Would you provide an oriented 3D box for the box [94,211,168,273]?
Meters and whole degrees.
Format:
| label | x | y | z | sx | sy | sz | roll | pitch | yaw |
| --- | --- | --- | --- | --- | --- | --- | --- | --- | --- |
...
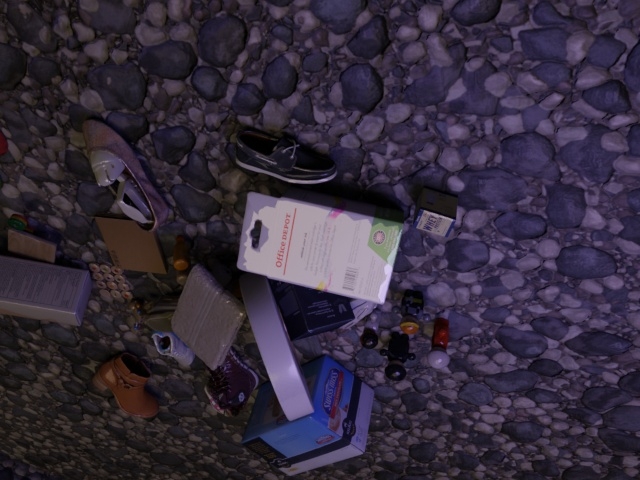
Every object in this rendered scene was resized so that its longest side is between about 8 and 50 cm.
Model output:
| label | x | y | z | sx | sy | sz | roll | pitch | yaw |
| --- | --- | --- | --- | --- | --- | --- | --- | --- | --- |
| box | -0.521 | 0.011 | 1.677 | 0.164 | 0.021 | 0.201 | 6 | 133 | 11 |

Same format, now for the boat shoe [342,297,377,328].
| label | x | y | z | sx | sy | sz | roll | pitch | yaw |
| --- | --- | --- | --- | --- | --- | --- | --- | --- | --- |
| boat shoe | 0.105 | 0.157 | 1.582 | 0.088 | 0.096 | 0.267 | 19 | 131 | -25 |

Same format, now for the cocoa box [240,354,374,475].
| label | x | y | z | sx | sy | sz | roll | pitch | yaw |
| --- | --- | --- | --- | --- | --- | --- | --- | --- | --- |
| cocoa box | -0.041 | 0.557 | 1.903 | 0.228 | 0.231 | 0.347 | 40 | 130 | -21 |

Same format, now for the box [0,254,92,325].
| label | x | y | z | sx | sy | sz | roll | pitch | yaw |
| --- | --- | --- | --- | --- | --- | --- | --- | --- | --- |
| box | -0.847 | 0.144 | 1.764 | 0.311 | 0.148 | 0.121 | 12 | 151 | -8 |

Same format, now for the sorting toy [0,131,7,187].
| label | x | y | z | sx | sy | sz | roll | pitch | yaw |
| --- | --- | --- | --- | --- | --- | --- | --- | --- | --- |
| sorting toy | -0.920 | -0.153 | 1.568 | 0.127 | 0.126 | 0.365 | 29 | 133 | -12 |

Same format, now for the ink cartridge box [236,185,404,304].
| label | x | y | z | sx | sy | sz | roll | pitch | yaw |
| --- | --- | --- | --- | --- | --- | --- | --- | --- | --- |
| ink cartridge box | 0.000 | 0.000 | 1.400 | 0.353 | 0.119 | 0.207 | 13 | 110 | 4 |

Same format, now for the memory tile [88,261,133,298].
| label | x | y | z | sx | sy | sz | roll | pitch | yaw |
| --- | --- | --- | --- | --- | --- | --- | --- | --- | --- |
| memory tile | -0.634 | 0.123 | 1.823 | 0.113 | 0.012 | 0.148 | 6 | 134 | 11 |

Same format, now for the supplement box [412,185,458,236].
| label | x | y | z | sx | sy | sz | roll | pitch | yaw |
| --- | --- | --- | --- | --- | --- | --- | --- | --- | --- |
| supplement box | 0.254 | -0.064 | 1.332 | 0.083 | 0.083 | 0.056 | 17 | 135 | 1 |

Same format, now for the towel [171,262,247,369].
| label | x | y | z | sx | sy | sz | roll | pitch | yaw |
| --- | --- | --- | --- | --- | --- | --- | --- | --- | --- |
| towel | -0.296 | 0.206 | 1.588 | 0.187 | 0.049 | 0.282 | 41 | 132 | 11 |

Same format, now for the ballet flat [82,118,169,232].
| label | x | y | z | sx | sy | sz | roll | pitch | yaw |
| --- | --- | --- | --- | --- | --- | --- | --- | --- | --- |
| ballet flat | -0.476 | -0.145 | 1.457 | 0.107 | 0.106 | 0.316 | -14 | 127 | 27 |

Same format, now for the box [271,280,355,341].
| label | x | y | z | sx | sy | sz | roll | pitch | yaw |
| --- | --- | --- | --- | --- | --- | --- | --- | --- | --- |
| box | -0.019 | 0.154 | 1.521 | 0.156 | 0.158 | 0.093 | -8 | 160 | -40 |

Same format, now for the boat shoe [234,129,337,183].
| label | x | y | z | sx | sy | sz | roll | pitch | yaw |
| --- | --- | --- | --- | --- | --- | --- | --- | --- | --- |
| boat shoe | -0.076 | -0.183 | 1.318 | 0.233 | 0.084 | 0.079 | 15 | 135 | 7 |

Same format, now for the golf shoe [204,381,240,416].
| label | x | y | z | sx | sy | sz | roll | pitch | yaw |
| --- | --- | --- | --- | --- | --- | --- | --- | --- | --- |
| golf shoe | -0.363 | 0.564 | 2.121 | 0.086 | 0.067 | 0.186 | -10 | 129 | 26 |

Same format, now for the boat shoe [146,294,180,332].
| label | x | y | z | sx | sy | sz | roll | pitch | yaw |
| --- | --- | --- | --- | --- | --- | --- | --- | --- | --- |
| boat shoe | -0.358 | 0.199 | 1.746 | 0.302 | 0.103 | 0.113 | -2 | 139 | 17 |

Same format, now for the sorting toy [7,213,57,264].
| label | x | y | z | sx | sy | sz | roll | pitch | yaw |
| --- | --- | --- | --- | --- | --- | --- | --- | --- | --- |
| sorting toy | -0.824 | 0.011 | 1.739 | 0.132 | 0.046 | 0.274 | 23 | 144 | -14 |

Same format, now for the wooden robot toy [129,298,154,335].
| label | x | y | z | sx | sy | sz | roll | pitch | yaw |
| --- | --- | --- | --- | --- | --- | --- | --- | --- | --- |
| wooden robot toy | -0.557 | 0.214 | 1.867 | 0.079 | 0.076 | 0.173 | 48 | 138 | 19 |

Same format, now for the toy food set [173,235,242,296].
| label | x | y | z | sx | sy | sz | roll | pitch | yaw |
| --- | --- | --- | --- | --- | --- | --- | --- | --- | --- |
| toy food set | -0.315 | 0.086 | 1.658 | 0.232 | 0.104 | 0.111 | 25 | 123 | -33 |

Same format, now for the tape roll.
| label | x | y | z | sx | sy | sz | roll | pitch | yaw |
| --- | --- | --- | --- | --- | --- | --- | --- | --- | --- |
| tape roll | -0.112 | 0.265 | 1.556 | 0.072 | 0.392 | 0.392 | -19 | 130 | -4 |

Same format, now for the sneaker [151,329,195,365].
| label | x | y | z | sx | sy | sz | roll | pitch | yaw |
| --- | --- | --- | --- | --- | --- | --- | --- | --- | --- |
| sneaker | -0.474 | 0.333 | 1.918 | 0.087 | 0.092 | 0.228 | -5 | 132 | 18 |

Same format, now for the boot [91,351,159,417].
| label | x | y | z | sx | sy | sz | roll | pitch | yaw |
| --- | --- | --- | --- | --- | --- | --- | --- | --- | --- |
| boot | -0.652 | 0.511 | 2.148 | 0.283 | 0.109 | 0.220 | 44 | 125 | -14 |

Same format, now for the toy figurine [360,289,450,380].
| label | x | y | z | sx | sy | sz | roll | pitch | yaw |
| --- | --- | --- | --- | --- | --- | --- | --- | --- | --- |
| toy figurine | 0.223 | 0.256 | 1.600 | 0.213 | 0.148 | 0.209 | -22 | 123 | 33 |

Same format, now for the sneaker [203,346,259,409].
| label | x | y | z | sx | sy | sz | roll | pitch | yaw |
| --- | --- | --- | --- | --- | --- | --- | --- | --- | --- |
| sneaker | -0.312 | 0.437 | 1.918 | 0.106 | 0.162 | 0.281 | -24 | 122 | 33 |
